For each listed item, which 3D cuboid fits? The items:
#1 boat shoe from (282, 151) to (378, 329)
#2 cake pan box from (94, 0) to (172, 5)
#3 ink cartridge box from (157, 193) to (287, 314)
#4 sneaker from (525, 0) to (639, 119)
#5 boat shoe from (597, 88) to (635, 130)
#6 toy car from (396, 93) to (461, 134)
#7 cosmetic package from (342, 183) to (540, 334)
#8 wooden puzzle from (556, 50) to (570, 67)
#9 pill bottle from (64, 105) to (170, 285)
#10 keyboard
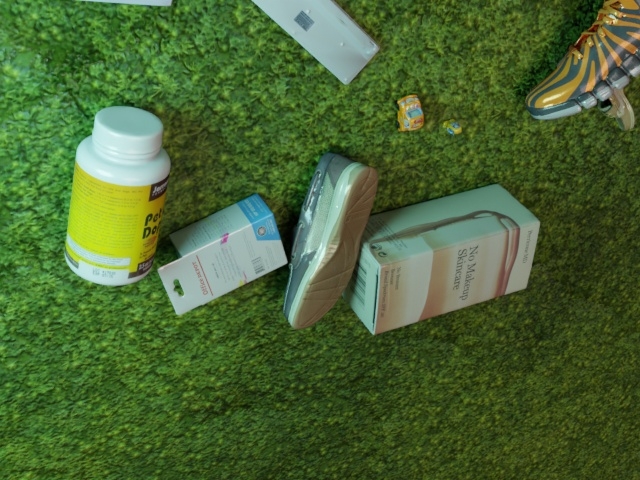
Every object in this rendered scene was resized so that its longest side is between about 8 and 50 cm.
[{"bbox_3d":[0.000,0.000,1.446,0.103,0.092,0.285,-12,130,-47],"label":"boat shoe"},{"bbox_3d":[-0.295,-0.308,0.912,0.267,0.246,0.070,-4,126,-30],"label":"cake pan box"},{"bbox_3d":[-0.149,0.021,1.389,0.181,0.061,0.104,-26,133,-12],"label":"ink cartridge box"},{"bbox_3d":[0.423,-0.327,1.438,0.321,0.124,0.180,-33,112,12],"label":"sneaker"},{"bbox_3d":[0.483,-0.231,1.593,0.045,0.050,0.135,-34,125,1],"label":"boat shoe"},{"bbox_3d":[0.169,-0.186,1.437,0.122,0.040,0.060,-5,127,-28],"label":"toy car"},{"bbox_3d":[0.191,0.027,1.556,0.296,0.129,0.153,-16,130,-21],"label":"cosmetic package"},{"bbox_3d":[0.406,-0.285,1.528,0.049,0.006,0.083,29,106,-43],"label":"wooden puzzle"},{"bbox_3d":[-0.257,-0.057,1.222,0.117,0.117,0.215,-4,126,-29],"label":"pill bottle"},{"bbox_3d":[-0.016,-0.297,1.259,0.072,0.014,0.256,-43,135,12],"label":"keyboard"}]
